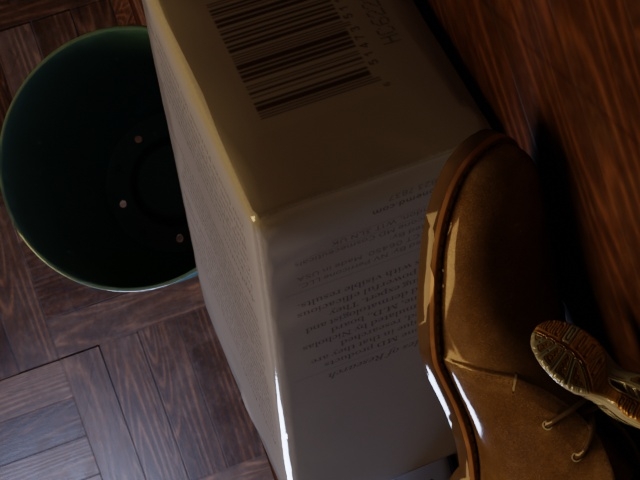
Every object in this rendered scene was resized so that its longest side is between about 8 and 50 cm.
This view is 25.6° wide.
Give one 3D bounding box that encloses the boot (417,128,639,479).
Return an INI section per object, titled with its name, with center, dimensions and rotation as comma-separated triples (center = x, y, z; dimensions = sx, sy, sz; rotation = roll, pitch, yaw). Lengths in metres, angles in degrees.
[boot]
center = 0.130, 0.083, 0.795
dimensions = 0.115, 0.112, 0.305
rotation = 14, 124, 42

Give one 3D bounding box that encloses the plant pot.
[plant pot]
center = -0.195, -0.083, 1.640
dimensions = 0.235, 0.293, 0.293
rotation = 28, -138, -82

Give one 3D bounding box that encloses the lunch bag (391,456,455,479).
[lunch bag]
center = 0.055, 0.247, 1.371
dimensions = 0.303, 0.115, 0.243
rotation = 168, 85, -79

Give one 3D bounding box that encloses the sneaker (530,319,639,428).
[sneaker]
center = 0.143, 0.074, 0.728
dimensions = 0.083, 0.032, 0.037
rotation = 36, 167, 17

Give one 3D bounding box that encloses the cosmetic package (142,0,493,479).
[cosmetic package]
center = 0.000, 0.000, 1.051
dimensions = 0.453, 0.161, 0.230
rotation = 87, 160, -58
